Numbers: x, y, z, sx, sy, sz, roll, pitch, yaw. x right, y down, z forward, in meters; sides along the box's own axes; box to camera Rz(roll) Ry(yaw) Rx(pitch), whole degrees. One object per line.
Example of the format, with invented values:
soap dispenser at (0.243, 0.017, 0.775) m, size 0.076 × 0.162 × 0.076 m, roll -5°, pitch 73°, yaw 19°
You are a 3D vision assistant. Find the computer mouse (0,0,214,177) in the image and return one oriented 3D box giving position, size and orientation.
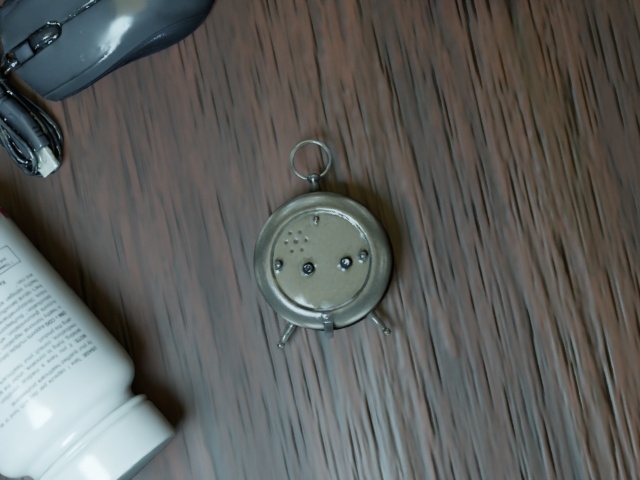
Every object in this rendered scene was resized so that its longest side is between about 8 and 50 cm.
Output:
computer mouse at (-0.220, -0.202, 1.863) m, size 0.272 × 0.072 × 0.188 m, roll -34°, pitch 84°, yaw 3°

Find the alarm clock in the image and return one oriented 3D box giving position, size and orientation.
alarm clock at (0.000, 0.000, 1.841) m, size 0.129 × 0.064 × 0.192 m, roll -8°, pitch 83°, yaw 5°

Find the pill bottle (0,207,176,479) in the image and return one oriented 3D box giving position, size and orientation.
pill bottle at (-0.273, 0.114, 1.807) m, size 0.160 × 0.160 × 0.283 m, roll -42°, pitch 84°, yaw 2°
